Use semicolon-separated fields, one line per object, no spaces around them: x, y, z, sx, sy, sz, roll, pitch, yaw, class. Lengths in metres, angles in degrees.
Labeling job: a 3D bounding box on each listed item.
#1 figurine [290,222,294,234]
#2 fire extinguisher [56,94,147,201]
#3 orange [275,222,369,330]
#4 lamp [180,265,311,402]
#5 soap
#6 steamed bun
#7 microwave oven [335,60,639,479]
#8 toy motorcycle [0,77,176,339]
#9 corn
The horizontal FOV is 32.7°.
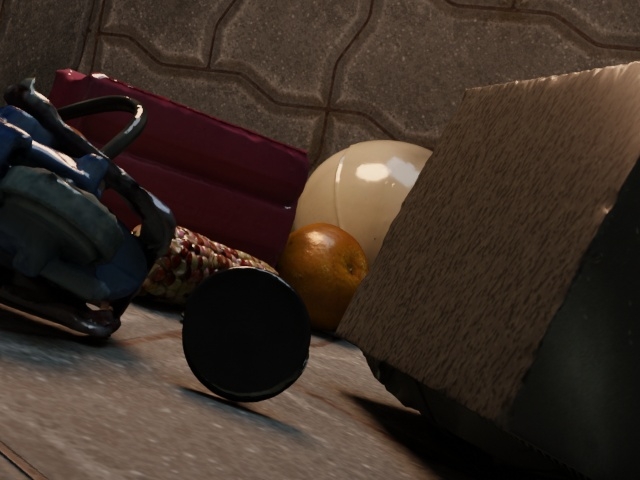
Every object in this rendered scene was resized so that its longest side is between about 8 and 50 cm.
-0.005;0.013;2.309;0.315;0.207;0.284;11;2;-38;figurine
-0.338;-0.105;1.214;0.376;0.200;0.113;10;-22;38;fire extinguisher
-0.004;0.053;1.560;0.134;0.155;0.154;-10;-17;35;orange
-0.072;0.067;1.056;0.130;0.109;0.371;23;2;-2;lamp
-0.202;-0.061;1.431;0.359;0.233;0.128;17;1;-41;soap
0.125;-0.001;1.815;0.333;0.334;0.373;22;4;42;steamed bun
0.230;0.046;0.995;0.236;0.375;0.432;29;-4;-15;microwave oven
-0.299;-0.020;0.959;0.319;0.241;0.182;26;44;13;toy motorcycle
-0.135;0.045;1.322;0.092;0.092;0.280;22;0;35;corn
